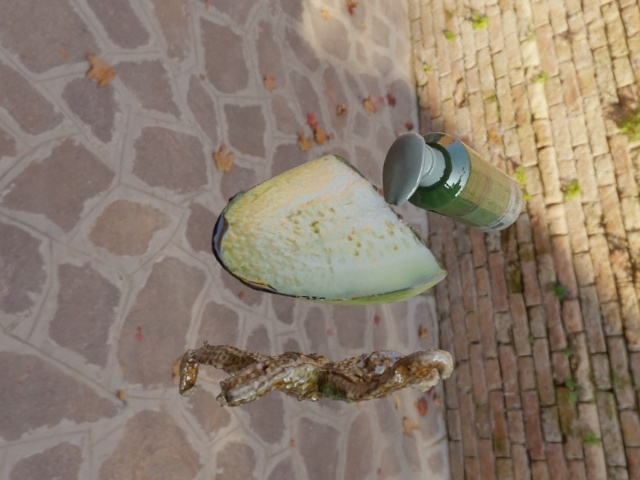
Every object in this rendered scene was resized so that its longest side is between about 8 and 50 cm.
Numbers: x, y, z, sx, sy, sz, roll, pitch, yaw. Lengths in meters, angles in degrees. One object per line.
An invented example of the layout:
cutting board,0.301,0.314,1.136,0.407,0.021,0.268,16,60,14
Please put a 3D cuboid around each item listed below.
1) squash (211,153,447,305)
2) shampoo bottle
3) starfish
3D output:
squash,0.000,0.000,0.718,0.237,0.204,0.155,50,4,25
shampoo bottle,0.111,-0.045,0.480,0.204,0.065,0.065,11,69,-57
starfish,-0.004,0.085,0.393,0.150,0.210,0.053,-3,81,-44
